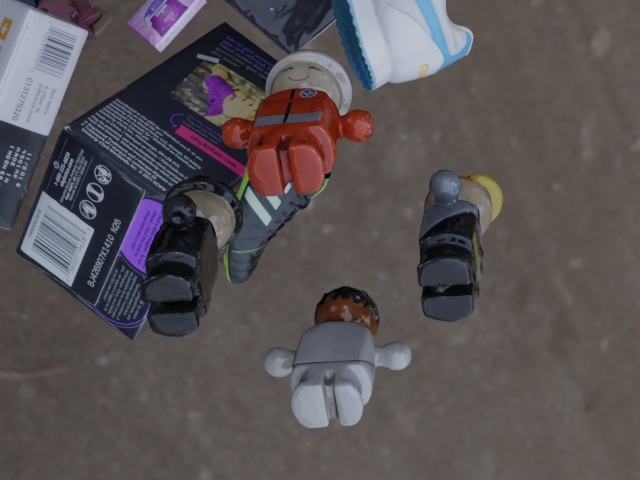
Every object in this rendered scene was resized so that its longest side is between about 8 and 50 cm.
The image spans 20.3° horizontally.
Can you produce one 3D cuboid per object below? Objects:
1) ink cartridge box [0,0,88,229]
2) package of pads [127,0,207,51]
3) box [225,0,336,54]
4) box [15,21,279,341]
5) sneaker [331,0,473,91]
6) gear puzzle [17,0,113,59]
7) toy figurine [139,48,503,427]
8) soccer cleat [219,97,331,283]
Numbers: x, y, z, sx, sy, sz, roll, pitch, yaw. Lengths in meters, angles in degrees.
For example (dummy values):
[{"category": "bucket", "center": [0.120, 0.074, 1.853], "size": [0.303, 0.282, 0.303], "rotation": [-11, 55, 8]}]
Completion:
[{"category": "ink cartridge box", "center": [-0.336, -0.141, 1.551], "size": [0.069, 0.371, 0.176], "rotation": [19, 94, -39]}, {"category": "package of pads", "center": [-0.175, -0.261, 2.044], "size": [0.083, 0.050, 0.032], "rotation": [-48, 166, -1]}, {"category": "box", "center": [-0.103, -0.372, 1.504], "size": [0.179, 0.312, 0.343], "rotation": [-38, 153, 10]}, {"category": "box", "center": [-0.129, -0.059, 1.632], "size": [0.270, 0.143, 0.165], "rotation": [-41, 165, -52]}, {"category": "sneaker", "center": [0.045, -0.230, 1.301], "size": [0.092, 0.087, 0.229], "rotation": [-15, 98, -9]}, {"category": "gear puzzle", "center": [-0.362, -0.133, 1.668], "size": [0.339, 0.175, 0.044], "rotation": [-49, 144, -16]}, {"category": "toy figurine", "center": [0.000, 0.000, 1.230], "size": [0.213, 0.209, 0.148], "rotation": [-50, -166, 29]}, {"category": "soccer cleat", "center": [-0.035, -0.039, 1.494], "size": [0.060, 0.072, 0.179], "rotation": [-55, 164, -70]}]
